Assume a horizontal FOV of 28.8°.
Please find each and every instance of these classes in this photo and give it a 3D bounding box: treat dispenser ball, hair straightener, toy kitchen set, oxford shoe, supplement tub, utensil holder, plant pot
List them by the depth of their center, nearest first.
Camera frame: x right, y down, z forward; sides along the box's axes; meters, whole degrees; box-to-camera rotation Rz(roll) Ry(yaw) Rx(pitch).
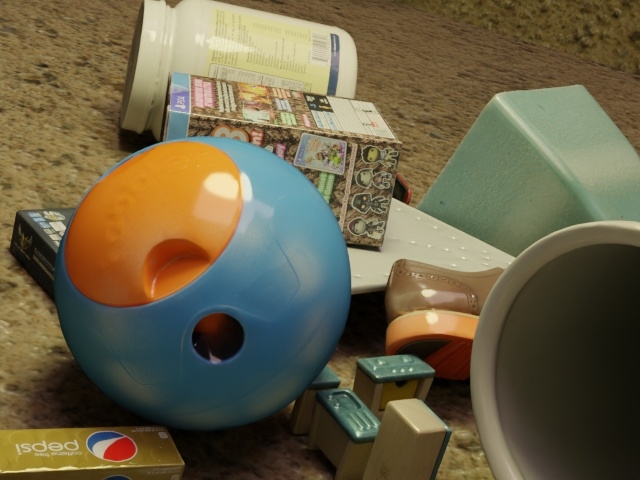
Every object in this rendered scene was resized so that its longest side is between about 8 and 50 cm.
[{"bbox_3d":[-0.113,0.042,1.219,0.288,0.288,0.288,13,23,-6],"label":"treat dispenser ball"},{"bbox_3d":[0.394,0.138,1.249,0.385,0.327,0.327,-3,29,-44],"label":"utensil holder"},{"bbox_3d":[0.088,0.175,1.256,0.166,0.122,0.207,-1,29,-34],"label":"toy kitchen set"},{"bbox_3d":[0.245,0.095,1.462,0.364,0.130,0.132,13,53,-23],"label":"oxford shoe"},{"bbox_3d":[0.330,-0.042,1.770,0.247,0.248,0.252,-13,54,-48],"label":"plant pot"},{"bbox_3d":[-0.128,-0.238,1.906,0.325,0.235,0.235,10,24,-14],"label":"supplement tub"},{"bbox_3d":[0.079,-0.109,1.984,0.089,0.047,0.230,10,24,-13],"label":"hair straightener"}]

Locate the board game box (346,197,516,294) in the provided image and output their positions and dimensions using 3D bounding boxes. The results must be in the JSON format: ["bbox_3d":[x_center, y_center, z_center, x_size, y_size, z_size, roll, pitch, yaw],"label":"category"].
[{"bbox_3d":[0.000,0.000,1.632,0.390,0.050,0.390,-5,23,-39],"label":"board game box"}]

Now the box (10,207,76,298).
[{"bbox_3d":[-0.229,0.033,1.454,0.183,0.059,0.233,-2,29,-38],"label":"box"}]

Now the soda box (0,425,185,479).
[{"bbox_3d":[-0.216,0.203,1.083,0.181,0.058,0.061,2,27,-28],"label":"soda box"}]

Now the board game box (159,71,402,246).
[{"bbox_3d":[-0.063,-0.109,1.616,0.291,0.141,0.232,8,18,-8],"label":"board game box"}]
